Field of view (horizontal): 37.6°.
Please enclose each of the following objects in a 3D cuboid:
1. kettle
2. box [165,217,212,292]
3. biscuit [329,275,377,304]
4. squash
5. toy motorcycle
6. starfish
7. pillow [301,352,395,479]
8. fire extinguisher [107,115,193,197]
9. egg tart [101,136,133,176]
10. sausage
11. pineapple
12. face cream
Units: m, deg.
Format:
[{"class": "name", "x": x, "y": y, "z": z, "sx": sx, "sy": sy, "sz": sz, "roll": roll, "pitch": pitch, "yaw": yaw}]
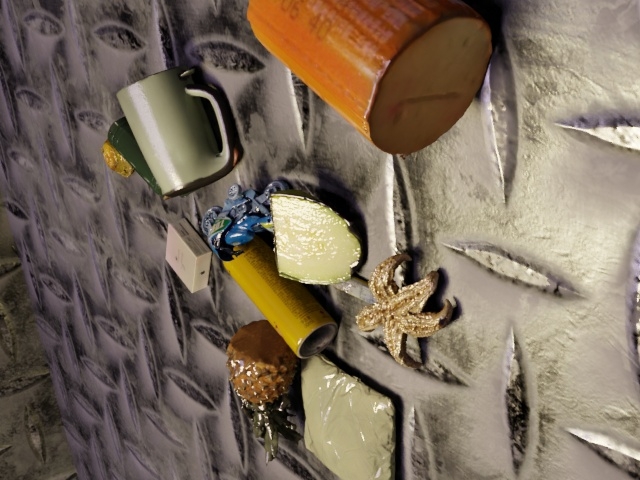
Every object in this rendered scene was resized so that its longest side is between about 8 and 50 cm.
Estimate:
[{"class": "kettle", "x": -0.291, "y": -0.235, "z": 1.998, "sx": 0.240, "sy": 0.165, "sz": 0.255, "roll": -21, "pitch": 92, "yaw": 31}, {"class": "box", "x": -0.323, "y": 0.036, "z": 2.300, "sx": 0.130, "sy": 0.051, "sz": 0.129, "roll": 48, "pitch": 144, "yaw": 30}, {"class": "biscuit", "x": 0.051, "y": 0.080, "z": 1.775, "sx": 0.292, "sy": 0.026, "sz": 0.048, "roll": 24, "pitch": 125, "yaw": 48}, {"class": "squash", "x": 0.007, "y": -0.013, "z": 1.760, "sx": 0.184, "sy": 0.085, "sz": 0.192, "roll": 11, "pitch": 124, "yaw": 22}, {"class": "toy motorcycle", "x": -0.153, "y": -0.036, "z": 1.896, "sx": 0.254, "sy": 0.092, "sz": 0.135, "roll": -20, "pitch": 58, "yaw": 37}, {"class": "starfish", "x": 0.136, "y": 0.132, "z": 1.626, "sx": 0.238, "sy": 0.071, "sz": 0.216, "roll": -15, "pitch": 99, "yaw": 55}, {"class": "pillow", "x": 0.049, "y": 0.382, "z": 1.919, "sx": 0.281, "sy": 0.076, "sz": 0.274, "roll": 28, "pitch": 129, "yaw": 46}, {"class": "fire extinguisher", "x": -0.386, "y": -0.187, "z": 2.225, "sx": 0.311, "sy": 0.114, "sz": 0.095, "roll": 45, "pitch": -179, "yaw": 35}, {"class": "egg tart", "x": -0.535, "y": -0.223, "z": 2.467, "sx": 0.130, "sy": 0.052, "sz": 0.130, "roll": 34, "pitch": 137, "yaw": 39}, {"class": "sausage", "x": 0.068, "y": -0.293, "z": 1.329, "sx": 0.287, "sy": 0.233, "sz": 0.233, "roll": 45, "pitch": 142, "yaw": 30}, {"class": "pineapple", "x": -0.120, "y": 0.328, "z": 2.038, "sx": 0.165, "sy": 0.165, "sz": 0.364, "roll": 44, "pitch": 151, "yaw": 34}, {"class": "face cream", "x": -0.106, "y": 0.088, "z": 1.947, "sx": 0.348, "sy": 0.105, "sz": 0.105, "roll": 48, "pitch": 143, "yaw": 30}]
